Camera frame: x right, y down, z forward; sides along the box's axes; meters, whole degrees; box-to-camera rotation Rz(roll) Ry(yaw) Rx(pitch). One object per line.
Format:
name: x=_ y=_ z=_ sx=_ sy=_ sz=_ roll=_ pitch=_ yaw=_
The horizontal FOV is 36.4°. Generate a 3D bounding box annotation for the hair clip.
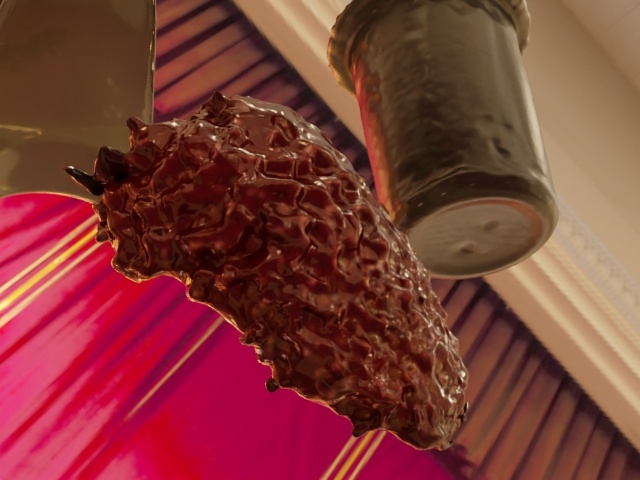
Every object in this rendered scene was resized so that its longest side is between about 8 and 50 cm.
hair clip: x=-0.212 y=-0.157 z=0.815 sx=0.113 sy=0.172 sz=0.282 roll=24 pitch=-74 yaw=58

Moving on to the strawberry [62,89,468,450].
strawberry: x=0.001 y=-0.005 z=0.460 sx=0.208 sy=0.167 sz=0.087 roll=31 pitch=-66 yaw=14

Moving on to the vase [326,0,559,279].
vase: x=0.136 y=-0.119 z=1.073 sx=0.245 sy=0.291 sz=0.245 roll=-3 pitch=-33 yaw=-2
